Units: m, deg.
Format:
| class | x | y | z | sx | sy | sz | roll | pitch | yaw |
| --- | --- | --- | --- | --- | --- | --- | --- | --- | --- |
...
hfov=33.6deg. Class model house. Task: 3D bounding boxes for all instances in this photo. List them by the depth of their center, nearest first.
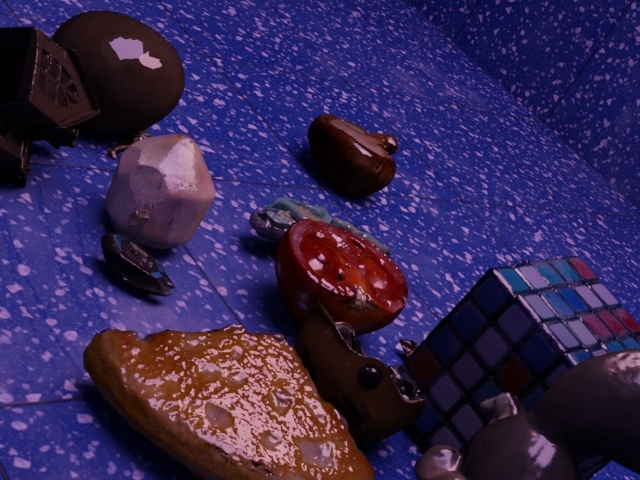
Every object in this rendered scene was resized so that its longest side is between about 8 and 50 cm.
| class | x | y | z | sx | sy | sz | roll | pitch | yaw |
| --- | --- | --- | --- | --- | --- | --- | --- | --- | --- |
| model house | -0.459 | -0.185 | 1.635 | 0.243 | 0.211 | 0.204 | 43 | 48 | -63 |

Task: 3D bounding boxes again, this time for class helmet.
| class | x | y | z | sx | sy | sz | roll | pitch | yaw |
| --- | --- | --- | --- | --- | --- | --- | --- | --- | --- |
| helmet | 0.038 | 0.203 | 1.514 | 0.224 | 0.130 | 0.198 | 42 | -3 | -18 |

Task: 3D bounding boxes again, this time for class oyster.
| class | x | y | z | sx | sy | sz | roll | pitch | yaw |
| --- | --- | --- | --- | --- | --- | --- | --- | --- | --- |
| oyster | 0.192 | 0.217 | 1.806 | 0.132 | 0.029 | 0.086 | 25 | 26 | -23 |

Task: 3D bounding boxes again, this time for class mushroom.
| class | x | y | z | sx | sy | sz | roll | pitch | yaw |
| --- | --- | --- | --- | --- | --- | --- | --- | --- | --- |
| mushroom | 0.060 | -0.179 | 2.258 | 0.194 | 0.138 | 0.231 | 12 | 19 | -12 |

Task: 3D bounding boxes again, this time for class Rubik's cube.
| class | x | y | z | sx | sy | sz | roll | pitch | yaw |
| --- | --- | --- | --- | --- | --- | --- | --- | --- | --- |
| Rubik's cube | 0.332 | 0.223 | 1.629 | 0.292 | 0.293 | 0.287 | -2 | 48 | -51 |

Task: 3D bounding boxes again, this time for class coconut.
| class | x | y | z | sx | sy | sz | roll | pitch | yaw |
| --- | --- | --- | --- | --- | --- | --- | --- | --- | --- |
| coconut | -0.247 | -0.083 | 1.656 | 0.171 | 0.183 | 0.171 | 23 | 25 | -12 |

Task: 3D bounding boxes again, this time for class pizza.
| class | x | y | z | sx | sy | sz | roll | pitch | yaw |
| --- | --- | --- | --- | --- | --- | --- | --- | --- | --- |
| pizza | -0.111 | 0.218 | 1.362 | 0.409 | 0.114 | 0.277 | 28 | 27 | -12 |

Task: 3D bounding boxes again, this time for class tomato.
| class | x | y | z | sx | sy | sz | roll | pitch | yaw |
| --- | --- | --- | --- | --- | --- | --- | --- | --- | --- |
| tomato | 0.015 | 0.076 | 1.727 | 0.233 | 0.139 | 0.200 | 21 | 31 | -27 |

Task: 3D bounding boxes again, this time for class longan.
| class | x | y | z | sx | sy | sz | roll | pitch | yaw |
| --- | --- | --- | --- | --- | --- | --- | --- | --- | --- |
| longan | -0.370 | -0.301 | 1.867 | 0.246 | 0.215 | 0.246 | 36 | 26 | -21 |

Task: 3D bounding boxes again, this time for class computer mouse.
| class | x | y | z | sx | sy | sz | roll | pitch | yaw |
| --- | --- | --- | --- | --- | --- | --- | --- | --- | --- |
| computer mouse | -0.275 | 0.042 | 1.565 | 0.135 | 0.047 | 0.079 | 39 | 17 | -14 |

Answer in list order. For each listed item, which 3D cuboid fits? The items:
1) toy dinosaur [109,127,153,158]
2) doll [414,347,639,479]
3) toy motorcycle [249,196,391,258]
| class | x | y | z | sx | sy | sz | roll | pitch | yaw |
| --- | --- | --- | --- | --- | --- | --- | --- | --- | --- |
| toy dinosaur | -0.325 | -0.183 | 1.915 | 0.058 | 0.037 | 0.180 | 35 | 26 | -6 |
| doll | 0.347 | 0.365 | 1.330 | 0.382 | 0.379 | 0.252 | 53 | 24 | -11 |
| toy motorcycle | 0.002 | 0.001 | 1.908 | 0.296 | 0.109 | 0.198 | 23 | 17 | -15 |
